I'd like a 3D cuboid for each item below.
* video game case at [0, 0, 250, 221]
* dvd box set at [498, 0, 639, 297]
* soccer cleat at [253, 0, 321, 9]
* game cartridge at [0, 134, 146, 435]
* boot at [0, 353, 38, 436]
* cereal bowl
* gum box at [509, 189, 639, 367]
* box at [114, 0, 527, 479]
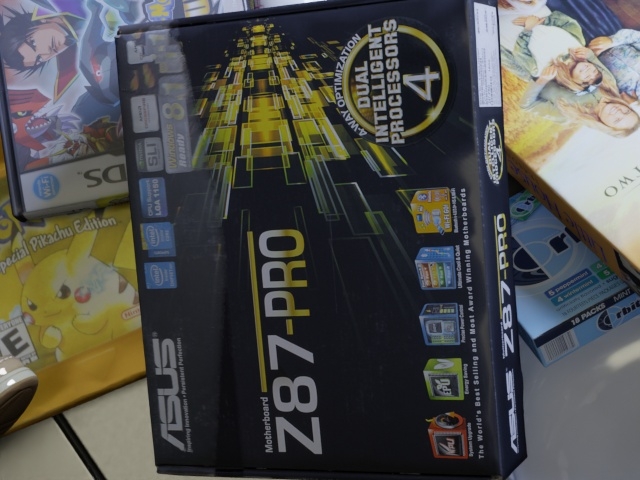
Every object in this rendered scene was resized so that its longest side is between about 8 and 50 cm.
[{"bbox_3d":[-0.184,-0.173,1.202,0.248,0.035,0.275,-10,81,0],"label":"video game case"},{"bbox_3d":[0.299,-0.138,1.102,0.307,0.062,0.420,-36,47,-2],"label":"dvd box set"},{"bbox_3d":[0.024,-0.134,1.182,0.116,0.143,0.331,-19,83,-1],"label":"soccer cleat"},{"bbox_3d":[-0.257,-0.005,1.219,0.285,0.053,0.324,-23,84,-2],"label":"game cartridge"},{"bbox_3d":[-0.381,0.119,1.147,0.262,0.095,0.203,-38,79,33],"label":"boot"},{"bbox_3d":[0.319,0.180,1.114,0.338,0.141,0.339,-8,53,10],"label":"cereal bowl"},{"bbox_3d":[0.223,0.013,1.154,0.157,0.184,0.041,-30,126,-2],"label":"gum box"},{"bbox_3d":[0.000,0.000,1.074,0.318,0.097,0.395,-2,95,24],"label":"box"}]
